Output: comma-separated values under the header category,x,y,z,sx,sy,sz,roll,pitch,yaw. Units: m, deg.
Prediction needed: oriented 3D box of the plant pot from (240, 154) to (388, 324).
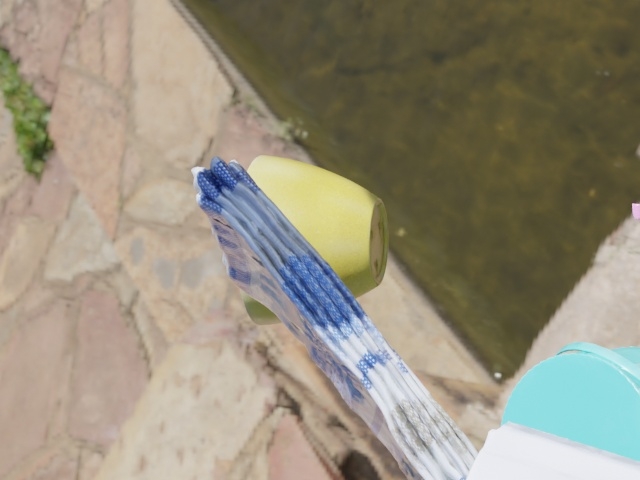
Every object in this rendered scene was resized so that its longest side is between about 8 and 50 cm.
category,x,y,z,sx,sy,sz,roll,pitch,yaw
plant pot,0.000,0.000,0.957,0.095,0.134,0.134,0,77,15

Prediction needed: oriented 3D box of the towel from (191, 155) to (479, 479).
category,x,y,z,sx,sy,sz,roll,pitch,yaw
towel,0.028,0.090,0.714,0.034,0.209,0.285,-37,75,-9

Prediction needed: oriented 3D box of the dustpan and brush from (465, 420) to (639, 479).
category,x,y,z,sx,sy,sz,roll,pitch,yaw
dustpan and brush,0.097,0.179,0.513,0.147,0.211,0.060,15,127,27

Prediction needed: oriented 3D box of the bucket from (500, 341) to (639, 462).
category,x,y,z,sx,sy,sz,roll,pitch,yaw
bucket,0.386,0.266,1.618,0.281,0.183,0.281,-6,82,44

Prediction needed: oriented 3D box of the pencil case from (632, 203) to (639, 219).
category,x,y,z,sx,sy,sz,roll,pitch,yaw
pencil case,0.500,-0.042,1.651,0.098,0.209,0.095,-14,80,32
